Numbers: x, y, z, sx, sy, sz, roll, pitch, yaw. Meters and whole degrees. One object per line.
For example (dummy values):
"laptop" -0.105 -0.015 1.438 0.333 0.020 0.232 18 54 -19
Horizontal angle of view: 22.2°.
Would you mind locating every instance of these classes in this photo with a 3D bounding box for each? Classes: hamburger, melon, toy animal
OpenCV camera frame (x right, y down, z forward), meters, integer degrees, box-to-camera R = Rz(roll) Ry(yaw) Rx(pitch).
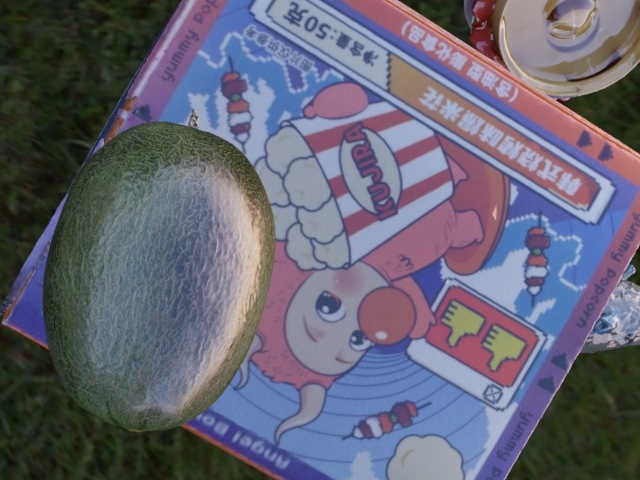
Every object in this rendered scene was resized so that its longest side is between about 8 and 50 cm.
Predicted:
"hamburger" 0.198 -0.213 1.400 0.175 0.137 0.175 -9 123 -13
"melon" -0.080 0.013 0.823 0.114 0.114 0.167 18 78 -25
"toy animal" 0.165 0.057 1.359 0.252 0.070 0.079 3 142 -6

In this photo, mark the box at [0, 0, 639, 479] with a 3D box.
"box" 0.000 0.000 1.160 0.348 0.257 0.319 32 89 -9
